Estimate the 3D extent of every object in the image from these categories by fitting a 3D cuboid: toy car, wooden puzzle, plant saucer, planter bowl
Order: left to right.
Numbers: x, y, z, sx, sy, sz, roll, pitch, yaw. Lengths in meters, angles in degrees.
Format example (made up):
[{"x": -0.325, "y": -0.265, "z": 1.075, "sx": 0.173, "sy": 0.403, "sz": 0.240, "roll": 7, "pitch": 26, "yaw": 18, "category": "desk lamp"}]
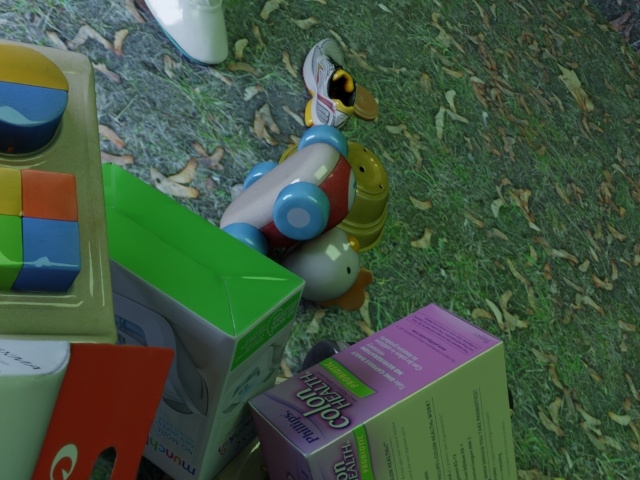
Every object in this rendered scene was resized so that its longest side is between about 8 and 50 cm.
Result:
[{"x": -0.333, "y": -0.071, "z": 0.706, "sx": 0.322, "sy": 0.080, "sz": 0.347, "roll": 4, "pitch": 56, "yaw": -30, "category": "wooden puzzle"}, {"x": 0.000, "y": 0.000, "z": 1.210, "sx": 0.238, "sy": 0.210, "sz": 0.219, "roll": 48, "pitch": 28, "yaw": -20, "category": "toy car"}, {"x": 0.045, "y": -0.094, "z": 1.387, "sx": 0.217, "sy": 0.090, "sz": 0.217, "roll": 23, "pitch": 46, "yaw": -27, "category": "planter bowl"}, {"x": 0.076, "y": -0.261, "z": 1.600, "sx": 0.084, "sy": 0.013, "sz": 0.083, "roll": 23, "pitch": 47, "yaw": -27, "category": "plant saucer"}]

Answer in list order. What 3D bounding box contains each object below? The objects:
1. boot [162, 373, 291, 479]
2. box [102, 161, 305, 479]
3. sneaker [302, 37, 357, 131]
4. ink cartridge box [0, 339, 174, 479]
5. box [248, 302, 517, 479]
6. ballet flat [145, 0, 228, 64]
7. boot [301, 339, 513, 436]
[{"x": -0.044, "y": 0.251, "z": 0.976, "sx": 0.262, "sy": 0.095, "sz": 0.203, "roll": 11, "pitch": 46, "yaw": 9, "category": "boot"}, {"x": -0.174, "y": 0.087, "z": 0.888, "sx": 0.262, "sy": 0.231, "sz": 0.127, "roll": 31, "pitch": 37, "yaw": 18, "category": "box"}, {"x": 0.028, "y": -0.278, "z": 1.510, "sx": 0.088, "sy": 0.093, "sz": 0.225, "roll": 20, "pitch": 48, "yaw": -29, "category": "sneaker"}, {"x": -0.230, "y": 0.225, "z": 0.584, "sx": 0.385, "sy": 0.091, "sz": 0.308, "roll": 17, "pitch": 91, "yaw": -62, "category": "ink cartridge box"}, {"x": 0.074, "y": 0.221, "z": 0.897, "sx": 0.243, "sy": 0.117, "sz": 0.213, "roll": -26, "pitch": 120, "yaw": -25, "category": "box"}, {"x": -0.245, "y": -0.477, "z": 1.397, "sx": 0.139, "sy": 0.139, "sz": 0.400, "roll": -13, "pitch": 69, "yaw": -45, "category": "ballet flat"}, {"x": 0.162, "y": 0.288, "z": 1.159, "sx": 0.284, "sy": 0.138, "sz": 0.377, "roll": -3, "pitch": 52, "yaw": -42, "category": "boot"}]
